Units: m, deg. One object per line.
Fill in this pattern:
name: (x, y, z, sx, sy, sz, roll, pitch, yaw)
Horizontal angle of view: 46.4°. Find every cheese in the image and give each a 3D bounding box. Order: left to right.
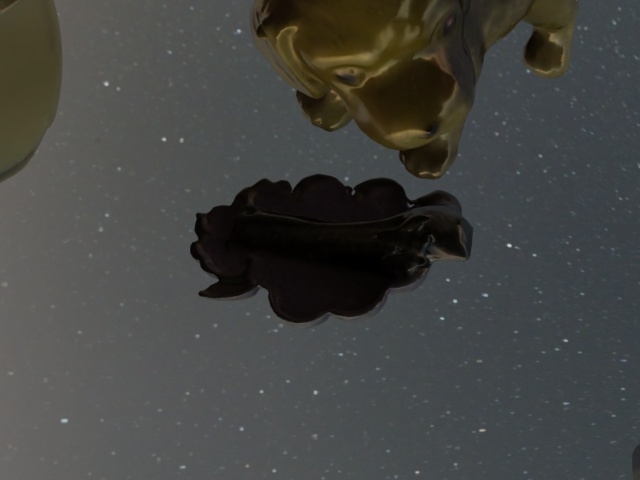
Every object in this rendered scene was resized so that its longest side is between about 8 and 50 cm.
cheese: (-0.371, -0.168, 0.743, 0.127, 0.266, 0.233, 18, -60, 14)

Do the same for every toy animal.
toy animal: (0.063, -0.118, 0.401, 0.121, 0.233, 0.168, 40, -32, 18)

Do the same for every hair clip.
hair clip: (0.000, -0.002, 0.490, 0.196, 0.052, 0.124, 2, -132, 20)

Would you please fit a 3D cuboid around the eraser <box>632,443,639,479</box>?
eraser: (0.187, 0.091, 0.269, 0.082, 0.225, 0.036, 10, -108, 7)
